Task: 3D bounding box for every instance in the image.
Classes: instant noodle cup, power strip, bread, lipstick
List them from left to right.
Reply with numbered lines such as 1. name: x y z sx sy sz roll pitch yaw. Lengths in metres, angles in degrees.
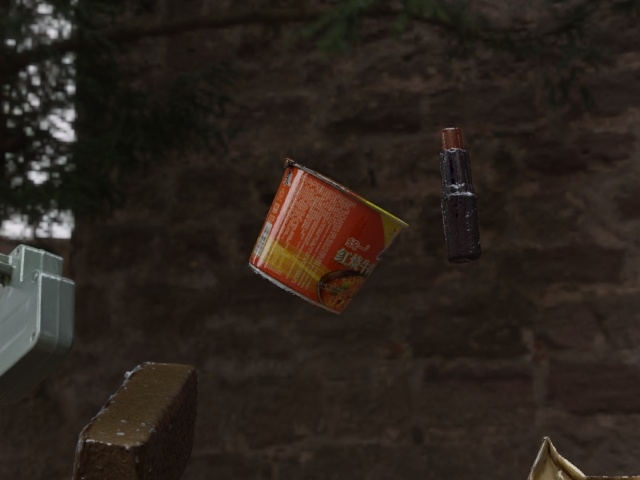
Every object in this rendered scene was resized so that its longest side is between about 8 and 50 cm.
1. power strip: -0.547 0.128 1.894 0.141 0.261 0.229 24 -47 -36
2. bread: -0.261 0.298 1.510 0.113 0.165 0.416 2 7 2
3. instant noodle cup: 0.000 0.000 1.571 0.213 0.174 0.213 30 2 -1
4. lipstick: 0.295 -0.098 2.251 0.081 0.300 0.081 -3 -12 -1

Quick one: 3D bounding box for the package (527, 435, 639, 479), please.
1. package: 0.312 0.403 1.168 0.164 0.221 0.311 3 -54 21
